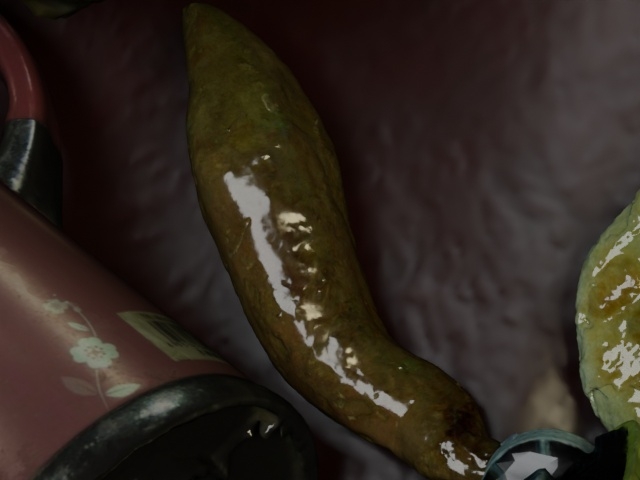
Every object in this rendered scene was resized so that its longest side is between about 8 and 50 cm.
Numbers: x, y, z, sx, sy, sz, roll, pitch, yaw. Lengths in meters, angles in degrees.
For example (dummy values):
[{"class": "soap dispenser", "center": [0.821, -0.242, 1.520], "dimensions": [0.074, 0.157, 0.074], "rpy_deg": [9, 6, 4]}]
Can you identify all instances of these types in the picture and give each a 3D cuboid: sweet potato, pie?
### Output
[{"class": "sweet potato", "center": [-0.003, 0.005, 0.457], "dimensions": [0.153, 0.038, 0.041], "rpy_deg": [59, 134, 22]}, {"class": "pie", "center": [0.094, 0.019, 0.407], "dimensions": [0.084, 0.020, 0.084], "rpy_deg": [-5, 80, 29]}]

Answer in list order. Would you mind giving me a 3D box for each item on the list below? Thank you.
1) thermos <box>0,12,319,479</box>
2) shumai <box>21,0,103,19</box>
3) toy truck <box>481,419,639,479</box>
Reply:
[{"class": "thermos", "center": [-0.147, -0.014, 0.502], "dimensions": [0.330, 0.109, 0.136], "rpy_deg": [36, 101, 30]}, {"class": "shumai", "center": [-0.105, -0.220, 0.420], "dimensions": [0.309, 0.304, 0.263], "rpy_deg": [32, 88, 29]}, {"class": "toy truck", "center": [0.024, 0.122, 0.397], "dimensions": [0.169, 0.077, 0.100], "rpy_deg": [-40, 92, 16]}]
